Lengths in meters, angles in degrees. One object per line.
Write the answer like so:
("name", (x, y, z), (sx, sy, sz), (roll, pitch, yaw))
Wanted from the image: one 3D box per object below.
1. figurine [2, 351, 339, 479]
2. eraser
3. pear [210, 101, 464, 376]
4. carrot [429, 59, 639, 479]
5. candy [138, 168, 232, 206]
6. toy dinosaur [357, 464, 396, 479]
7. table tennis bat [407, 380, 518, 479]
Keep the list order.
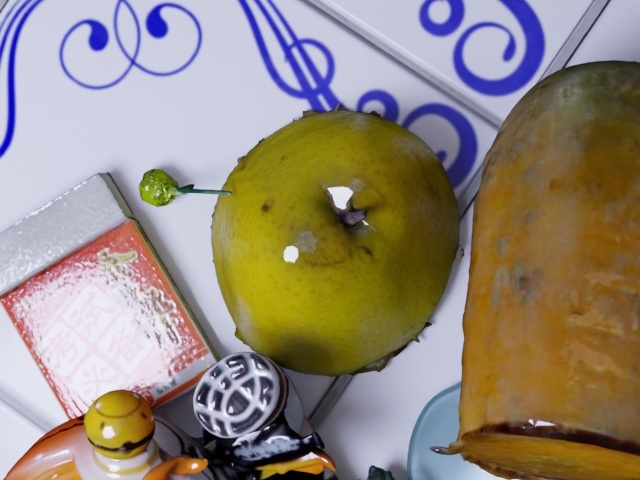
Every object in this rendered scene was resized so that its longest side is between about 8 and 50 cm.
("figurine", (-0.151, 0.237, 1.013), (0.323, 0.196, 0.320), (-27, 128, -6))
("eraser", (-0.219, 0.068, 1.100), (0.157, 0.038, 0.230), (-31, 88, 5))
("pear", (0.000, -0.003, 1.012), (0.267, 0.178, 0.266), (0, 88, 10))
("carrot", (0.230, 0.029, 0.938), (0.224, 0.224, 0.340), (11, 69, 6))
("candy", (-0.128, -0.049, 1.067), (0.123, 0.035, 0.035), (4, 62, 42))
("toy dinosaur", (0.077, 0.320, 0.979), (0.094, 0.259, 0.153), (-20, 115, 8))
("table tennis bat", (0.153, 0.164, 1.045), (0.153, 0.040, 0.244), (-1, 81, 31))
